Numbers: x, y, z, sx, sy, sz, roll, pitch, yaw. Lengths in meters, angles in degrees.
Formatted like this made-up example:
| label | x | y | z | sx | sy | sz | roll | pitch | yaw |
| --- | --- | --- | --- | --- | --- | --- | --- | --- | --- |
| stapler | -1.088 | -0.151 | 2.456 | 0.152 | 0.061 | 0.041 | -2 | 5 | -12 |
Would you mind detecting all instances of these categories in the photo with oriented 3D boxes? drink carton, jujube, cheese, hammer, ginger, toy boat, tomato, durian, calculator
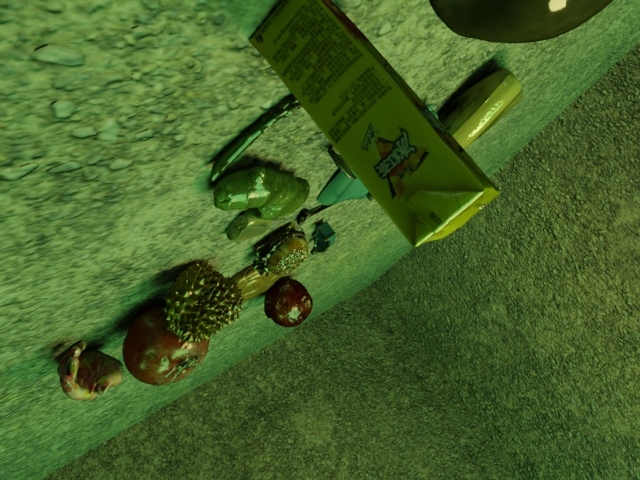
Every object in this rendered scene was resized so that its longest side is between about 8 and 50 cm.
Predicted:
| label | x | y | z | sx | sy | sz | roll | pitch | yaw |
| --- | --- | --- | --- | --- | --- | --- | --- | --- | --- |
| drink carton | 0.072 | -0.162 | 0.589 | 0.111 | 0.351 | 0.154 | -42 | 165 | 24 |
| jujube | -0.131 | 0.259 | 1.834 | 0.197 | 0.197 | 0.290 | -36 | 175 | 1 |
| cheese | 0.442 | -0.354 | 1.303 | 0.316 | 0.128 | 0.259 | -40 | 168 | 24 |
| hammer | 0.005 | -0.096 | 1.331 | 0.178 | 0.021 | 0.065 | -27 | 163 | -33 |
| ginger | -0.114 | -0.093 | 0.935 | 0.137 | 0.089 | 0.290 | -20 | 174 | 15 |
| toy boat | 0.000 | 0.000 | 1.520 | 0.077 | 0.075 | 0.185 | -35 | 170 | -13 |
| tomato | -0.415 | 0.274 | 1.200 | 0.232 | 0.188 | 0.232 | -33 | 153 | -19 |
| durian | -0.279 | 0.155 | 1.120 | 0.249 | 0.137 | 0.183 | -32 | 141 | -62 |
| calculator | 0.168 | -0.226 | 1.231 | 0.256 | 0.054 | 0.386 | -17 | 156 | -53 |
| cheese | -0.148 | -0.041 | 1.122 | 0.097 | 0.037 | 0.192 | -42 | 165 | 29 |

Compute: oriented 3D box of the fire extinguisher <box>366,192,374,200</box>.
| label | x | y | z | sx | sy | sz | roll | pitch | yaw |
| --- | --- | --- | --- | --- | --- | --- | --- | --- | --- |
| fire extinguisher | 0.172 | -0.151 | 1.324 | 0.083 | 0.022 | 0.028 | -41 | -156 | 31 |

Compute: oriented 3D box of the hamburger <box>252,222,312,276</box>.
| label | x | y | z | sx | sy | sz | roll | pitch | yaw |
| --- | --- | --- | --- | --- | --- | --- | --- | --- | --- |
| hamburger | -0.110 | 0.042 | 1.323 | 0.189 | 0.093 | 0.164 | -39 | 154 | 0 |

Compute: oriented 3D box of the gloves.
| label | x | y | z | sx | sy | sz | roll | pitch | yaw |
| --- | --- | --- | --- | --- | --- | --- | --- | --- | --- |
| gloves | -0.578 | 0.331 | 1.100 | 0.126 | 0.145 | 0.241 | -37 | 174 | 1 |

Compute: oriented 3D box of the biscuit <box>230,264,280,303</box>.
| label | x | y | z | sx | sy | sz | roll | pitch | yaw |
| --- | --- | --- | --- | --- | --- | --- | --- | --- | --- |
| biscuit | -0.222 | 0.142 | 1.525 | 0.376 | 0.051 | 0.269 | -43 | 163 | 30 |

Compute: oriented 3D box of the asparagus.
| label | x | y | z | sx | sy | sz | roll | pitch | yaw |
| --- | --- | --- | --- | --- | --- | --- | --- | --- | --- |
| asparagus | -0.104 | -0.186 | 0.767 | 0.236 | 0.027 | 0.034 | -38 | 146 | 6 |

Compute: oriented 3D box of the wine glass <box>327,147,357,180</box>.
| label | x | y | z | sx | sy | sz | roll | pitch | yaw |
| --- | --- | --- | --- | --- | --- | --- | --- | --- | --- |
| wine glass | 0.125 | -0.236 | 0.997 | 0.222 | 0.103 | 0.103 | -39 | 166 | 17 |

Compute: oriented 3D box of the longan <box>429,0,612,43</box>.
| label | x | y | z | sx | sy | sz | roll | pitch | yaw |
| --- | --- | --- | --- | --- | --- | --- | --- | --- | --- |
| longan | 0.226 | -0.364 | 0.467 | 0.288 | 0.288 | 0.350 | -42 | 156 | 22 |
